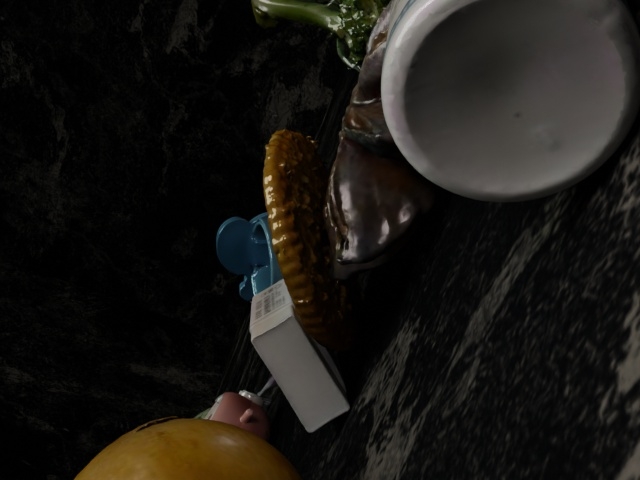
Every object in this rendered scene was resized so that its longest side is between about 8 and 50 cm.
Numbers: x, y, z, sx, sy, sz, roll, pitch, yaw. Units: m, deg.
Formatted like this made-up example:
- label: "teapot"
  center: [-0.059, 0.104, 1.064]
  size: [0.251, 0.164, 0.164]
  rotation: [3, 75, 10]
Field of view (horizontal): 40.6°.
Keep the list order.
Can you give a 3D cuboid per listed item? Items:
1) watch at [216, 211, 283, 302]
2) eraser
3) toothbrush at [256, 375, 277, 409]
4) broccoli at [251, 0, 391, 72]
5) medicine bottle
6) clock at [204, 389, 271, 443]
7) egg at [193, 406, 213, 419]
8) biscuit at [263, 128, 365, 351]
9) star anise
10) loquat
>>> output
- label: "watch"
  center: [-0.065, 0.046, 1.487]
  size: [0.211, 0.211, 0.193]
  rotation: [-68, 24, 16]
- label: "eraser"
  center: [-0.026, 0.123, 0.981]
  size: [0.068, 0.124, 0.210]
  rotation: [-29, 8, 0]
- label: "toothbrush"
  center: [-0.067, 0.235, 1.490]
  size: [0.354, 0.029, 0.024]
  rotation: [123, 164, -58]
- label: "broccoli"
  center: [0.051, -0.350, 1.057]
  size: [0.304, 0.283, 0.321]
  rotation: [-40, -58, -75]
- label: "medicine bottle"
  center: [0.111, -0.139, 0.532]
  size: [0.237, 0.139, 0.139]
  rotation: [-77, 9, -53]
- label: "clock"
  center: [-0.157, 0.363, 1.418]
  size: [0.241, 0.142, 0.227]
  rotation: [-62, 4, -14]
- label: "egg"
  center: [-0.196, 0.386, 1.598]
  size: [0.182, 0.141, 0.141]
  rotation: [-61, 8, 17]
- label: "biscuit"
  center: [0.000, 0.000, 0.945]
  size: [0.254, 0.035, 0.254]
  rotation: [-14, -90, -75]
- label: "star anise"
  center: [0.079, -0.110, 0.846]
  size: [0.332, 0.117, 0.332]
  rotation: [-167, 90, -88]
- label: "loquat"
  center: [-0.124, 0.278, 0.751]
  size: [0.263, 0.263, 0.263]
  rotation: [-160, 90, -84]
